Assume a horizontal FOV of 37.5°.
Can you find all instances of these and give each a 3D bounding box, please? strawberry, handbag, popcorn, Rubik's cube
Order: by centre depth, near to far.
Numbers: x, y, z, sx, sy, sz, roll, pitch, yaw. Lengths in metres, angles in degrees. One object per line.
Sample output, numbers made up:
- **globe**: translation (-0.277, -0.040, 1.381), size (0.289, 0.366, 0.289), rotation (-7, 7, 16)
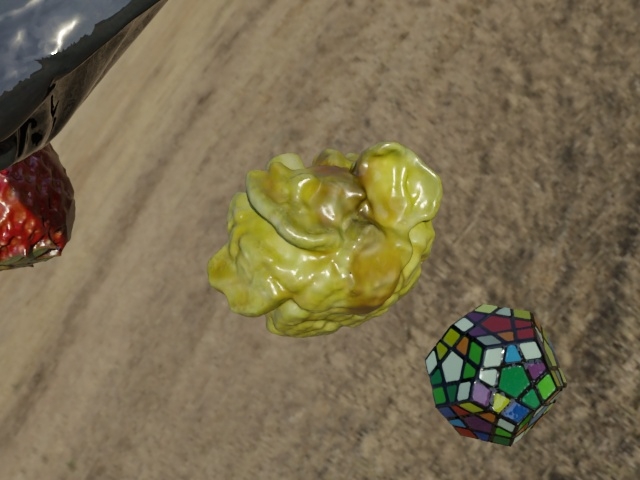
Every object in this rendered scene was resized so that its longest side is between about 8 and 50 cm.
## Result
- **handbag**: translation (-0.216, -0.199, 0.713), size (0.275, 0.178, 0.302), rotation (-48, 17, 5)
- **Rubik's cube**: translation (0.164, 0.125, 0.885), size (0.133, 0.112, 0.133), rotation (-38, -25, -22)
- **popcorn**: translation (0.005, -0.005, 0.948), size (0.217, 0.235, 0.181), rotation (-37, 65, 53)
- **strawberry**: translation (-0.402, -0.084, 1.140), size (0.205, 0.205, 0.245), rotation (-21, 73, 53)

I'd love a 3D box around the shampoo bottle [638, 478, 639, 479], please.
- **shampoo bottle**: translation (0.509, 0.338, 1.288), size (0.303, 0.092, 0.092), rotation (-52, 16, 47)
